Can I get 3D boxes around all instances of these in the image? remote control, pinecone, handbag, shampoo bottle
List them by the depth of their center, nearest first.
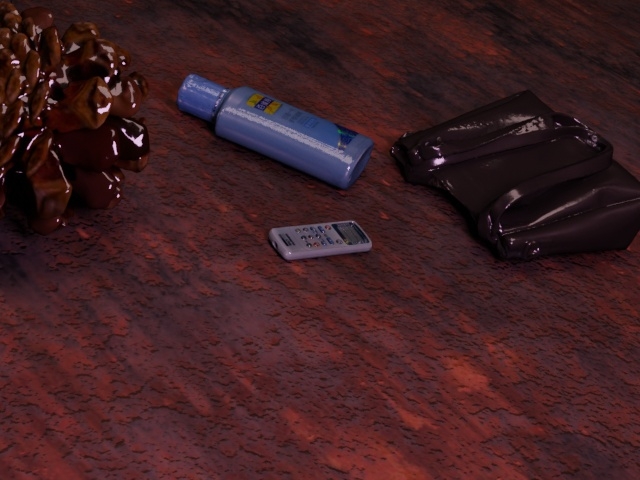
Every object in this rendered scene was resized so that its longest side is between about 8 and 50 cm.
[{"bbox_3d":[-0.294,-0.129,1.330,0.264,0.264,0.264,12,33,-8],"label":"pinecone"},{"bbox_3d":[0.000,0.000,1.473,0.124,0.018,0.053,-5,39,-31],"label":"remote control"},{"bbox_3d":[-0.064,-0.147,1.625,0.258,0.061,0.104,23,32,10],"label":"shampoo bottle"},{"bbox_3d":[0.260,-0.084,1.646,0.257,0.113,0.285,-15,44,-30],"label":"handbag"}]

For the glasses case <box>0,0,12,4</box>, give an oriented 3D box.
[{"bbox_3d":[-0.467,-0.341,1.745,0.072,0.042,0.190,-2,37,-17],"label":"glasses case"}]
